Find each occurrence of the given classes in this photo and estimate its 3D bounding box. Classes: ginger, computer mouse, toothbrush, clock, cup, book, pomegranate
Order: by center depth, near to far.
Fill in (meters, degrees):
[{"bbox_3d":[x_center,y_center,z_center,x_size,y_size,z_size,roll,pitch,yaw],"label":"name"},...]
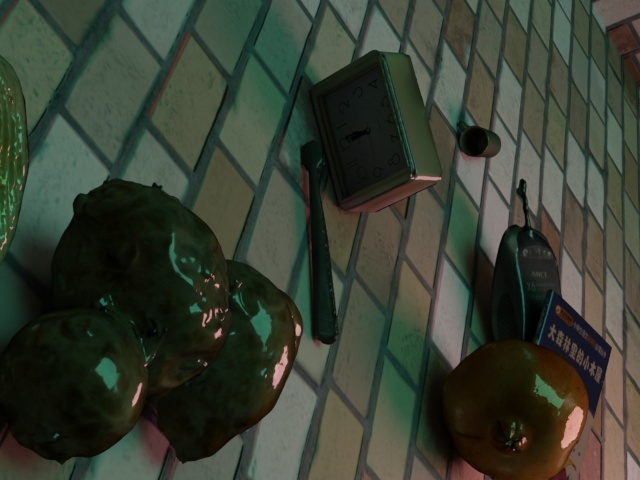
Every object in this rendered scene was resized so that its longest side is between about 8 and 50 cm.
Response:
[{"bbox_3d":[-0.139,0.090,1.187,0.375,0.176,0.256,21,72,-57],"label":"ginger"},{"bbox_3d":[0.000,0.000,1.622,0.030,0.030,0.297,46,34,-54],"label":"toothbrush"},{"bbox_3d":[0.074,-0.148,1.722,0.071,0.147,0.192,-1,73,-46],"label":"clock"},{"bbox_3d":[0.279,0.240,1.771,0.209,0.209,0.209,39,41,-44],"label":"pomegranate"},{"bbox_3d":[0.376,0.268,1.989,0.228,0.018,0.323,39,63,-43],"label":"book"},{"bbox_3d":[0.334,0.087,2.055,0.167,0.090,0.380,8,75,-49],"label":"computer mouse"},{"bbox_3d":[0.276,-0.176,2.213,0.083,0.074,0.055,1,108,-63],"label":"cup"}]

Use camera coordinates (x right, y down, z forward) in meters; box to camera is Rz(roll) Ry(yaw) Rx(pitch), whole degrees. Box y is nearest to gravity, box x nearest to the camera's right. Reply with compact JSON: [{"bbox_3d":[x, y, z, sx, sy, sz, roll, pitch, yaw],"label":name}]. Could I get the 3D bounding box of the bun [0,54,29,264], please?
[{"bbox_3d":[-0.328,-0.059,0.957,0.244,0.153,0.244,1,90,-67],"label":"bun"}]
